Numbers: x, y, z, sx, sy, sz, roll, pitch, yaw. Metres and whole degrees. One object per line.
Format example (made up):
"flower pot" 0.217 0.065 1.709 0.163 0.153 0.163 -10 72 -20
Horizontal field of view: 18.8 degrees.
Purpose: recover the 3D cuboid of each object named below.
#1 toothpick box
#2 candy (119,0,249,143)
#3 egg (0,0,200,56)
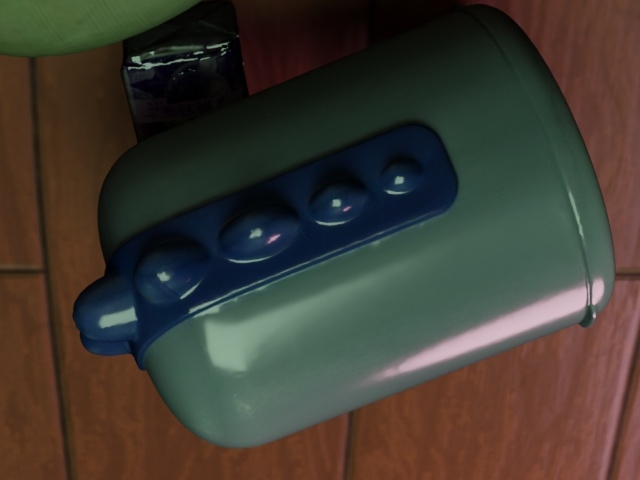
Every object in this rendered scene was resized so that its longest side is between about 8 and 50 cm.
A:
"toothpick box" 0.000 0.000 1.323 0.354 0.263 0.263 -22 134 -5
"candy" -0.085 -0.042 1.469 0.088 0.061 0.312 -8 135 1
"egg" -0.148 -0.224 1.171 0.295 0.218 0.218 -6 135 10
